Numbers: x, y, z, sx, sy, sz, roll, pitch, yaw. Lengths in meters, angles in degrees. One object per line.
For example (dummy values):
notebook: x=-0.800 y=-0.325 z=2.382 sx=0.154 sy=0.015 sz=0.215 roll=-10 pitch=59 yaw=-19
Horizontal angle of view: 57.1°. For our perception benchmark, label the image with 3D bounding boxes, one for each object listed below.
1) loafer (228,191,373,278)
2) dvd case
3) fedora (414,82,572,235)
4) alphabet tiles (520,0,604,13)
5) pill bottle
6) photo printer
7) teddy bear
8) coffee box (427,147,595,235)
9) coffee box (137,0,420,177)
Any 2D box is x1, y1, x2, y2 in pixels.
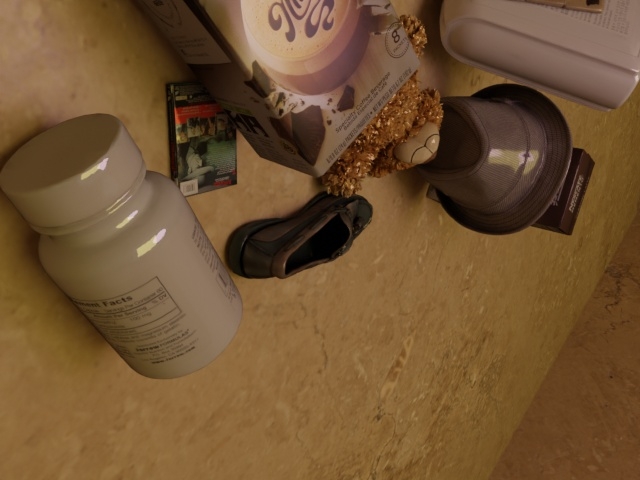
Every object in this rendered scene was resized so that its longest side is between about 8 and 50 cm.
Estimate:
loafer: x=0.000 y=0.000 z=0.787 sx=0.268 sy=0.084 sz=0.096 roll=-23 pitch=122 yaw=-47
dvd case: x=-0.125 y=-0.110 z=0.633 sx=0.087 sy=0.013 sz=0.119 roll=-23 pitch=121 yaw=-47
fedora: x=0.242 y=-0.143 z=0.936 sx=0.125 sy=0.275 sz=0.243 roll=12 pitch=116 yaw=-30
alphabet tiles: x=0.344 y=-0.506 z=0.867 sx=0.011 sy=0.286 sz=0.342 roll=112 pitch=-14 yaw=-82
pill bottle: x=-0.168 y=0.010 z=0.524 sx=0.131 sy=0.131 sz=0.229 roll=-50 pitch=139 yaw=-28
photo printer: x=0.347 y=-0.355 z=0.922 sx=0.107 sy=0.308 sz=0.255 roll=101 pitch=12 yaw=-60
teddy bear: x=0.071 y=-0.182 z=0.785 sx=0.245 sy=0.113 sz=0.338 roll=-57 pitch=142 yaw=-17
coffee box: x=0.337 y=-0.109 z=1.055 sx=0.098 sy=0.247 sz=0.141 roll=14 pitch=92 yaw=-55
coffee box: x=-0.053 y=-0.224 z=0.530 sx=0.168 sy=0.119 sz=0.297 roll=-50 pitch=130 yaw=-13
